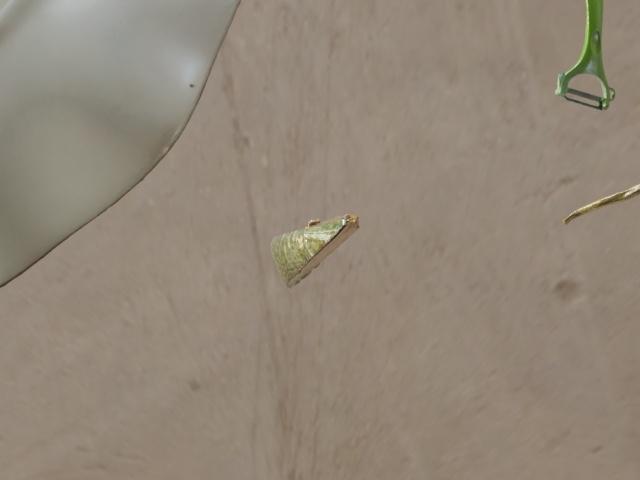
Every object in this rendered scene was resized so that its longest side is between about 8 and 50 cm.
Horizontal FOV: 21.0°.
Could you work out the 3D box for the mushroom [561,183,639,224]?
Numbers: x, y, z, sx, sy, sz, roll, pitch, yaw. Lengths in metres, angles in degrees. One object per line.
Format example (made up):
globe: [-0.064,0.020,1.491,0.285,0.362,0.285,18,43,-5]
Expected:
mushroom: [0.395,-0.084,1.901,0.286,0.026,0.028,-23,57,4]

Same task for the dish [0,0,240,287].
dish: [-0.121,-0.069,0.655,0.190,0.191,0.066,-51,124,-9]

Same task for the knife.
knife: [0.259,-0.209,1.656,0.078,0.023,0.166,14,76,-41]

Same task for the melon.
melon: [-0.007,0.004,1.718,0.098,0.182,0.054,-28,88,4]
